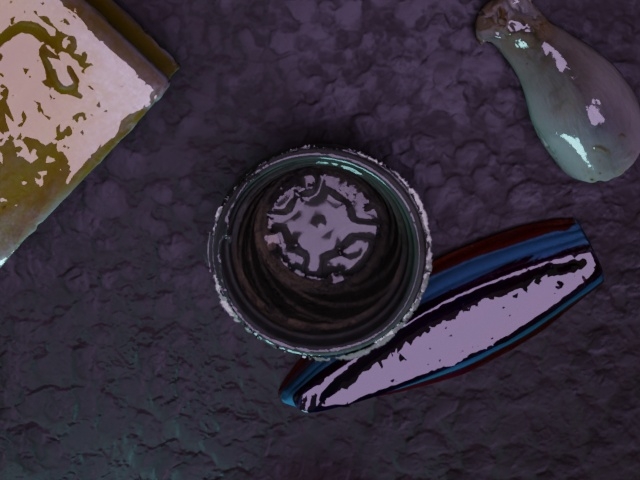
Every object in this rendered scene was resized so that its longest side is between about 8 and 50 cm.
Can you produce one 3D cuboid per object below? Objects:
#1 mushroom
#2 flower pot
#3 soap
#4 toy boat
[{"bbox_3d":[0.254,-0.168,1.451,0.116,0.093,0.225,-27,110,27],"label":"mushroom"},{"bbox_3d":[0.000,0.000,1.462,0.235,0.140,0.235,0,103,0],"label":"flower pot"},{"bbox_3d":[-0.358,-0.181,1.402,0.293,0.156,0.335,-44,103,9],"label":"soap"},{"bbox_3d":[0.130,0.099,1.531,0.392,0.079,0.136,-26,102,2],"label":"toy boat"}]
